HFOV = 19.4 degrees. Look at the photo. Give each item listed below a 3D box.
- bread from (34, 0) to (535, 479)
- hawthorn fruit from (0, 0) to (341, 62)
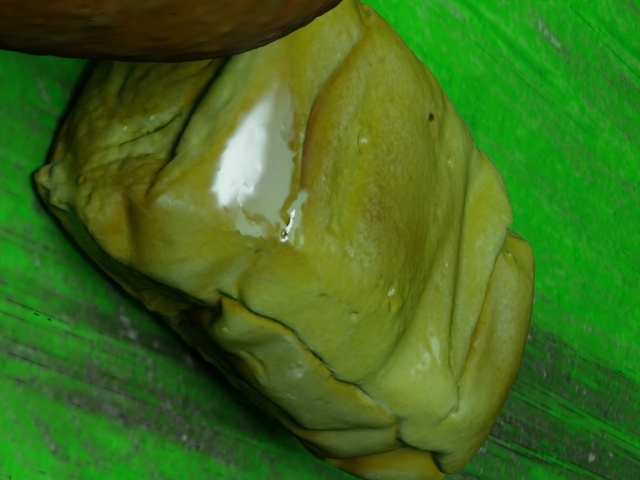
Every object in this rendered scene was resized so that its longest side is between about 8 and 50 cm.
[{"bbox_3d":[0.000,0.000,0.888,0.294,0.132,0.167,47,51,-48],"label":"bread"},{"bbox_3d":[-0.094,-0.191,0.556,0.369,0.285,0.284,-12,106,-59],"label":"hawthorn fruit"}]
